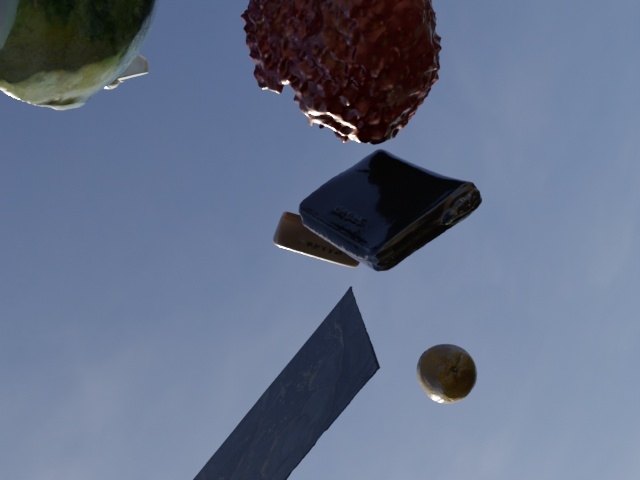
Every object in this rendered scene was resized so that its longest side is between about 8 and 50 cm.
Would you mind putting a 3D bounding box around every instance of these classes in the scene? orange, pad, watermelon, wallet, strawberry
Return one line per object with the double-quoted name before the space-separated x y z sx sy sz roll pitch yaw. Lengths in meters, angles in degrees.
"orange" 0.177 0.184 1.822 0.085 0.085 0.095 -59 5 -16
"pad" -0.064 0.230 1.468 0.367 0.007 0.247 -51 15 12
"watermelon" -0.264 -0.267 1.413 0.224 0.180 0.305 -62 -13 18
"wallet" 0.071 -0.039 1.488 0.149 0.250 0.044 -35 -65 -10
"strawberry" 0.040 -0.265 1.567 0.257 0.261 0.261 -49 -23 25

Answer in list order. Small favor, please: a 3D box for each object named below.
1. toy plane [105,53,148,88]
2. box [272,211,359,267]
"toy plane" -0.303 -0.325 1.754 0.252 0.118 0.252 -13 -90 -71
"box" 0.000 0.000 1.636 0.025 0.115 0.048 -81 11 -45
